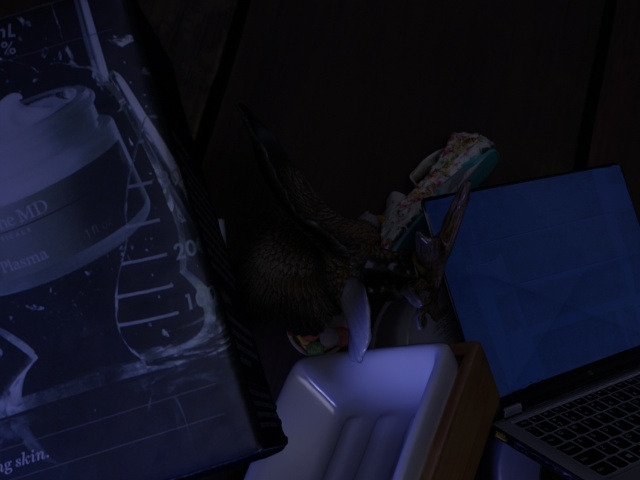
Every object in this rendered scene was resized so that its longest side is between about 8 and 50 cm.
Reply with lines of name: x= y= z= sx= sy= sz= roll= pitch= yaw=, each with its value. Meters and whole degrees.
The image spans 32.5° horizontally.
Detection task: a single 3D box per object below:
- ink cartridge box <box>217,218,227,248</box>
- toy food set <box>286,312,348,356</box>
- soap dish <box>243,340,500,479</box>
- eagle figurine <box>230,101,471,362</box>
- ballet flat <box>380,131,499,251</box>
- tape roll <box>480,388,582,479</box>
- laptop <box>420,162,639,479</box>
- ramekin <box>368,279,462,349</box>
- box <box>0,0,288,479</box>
ink cartridge box: x=-0.174 y=0.069 z=1.318 sx=0.127 sy=0.072 sz=0.175 roll=-4 pitch=78 yaw=-11
toy food set: x=-0.001 y=0.106 z=1.371 sx=0.083 sy=0.020 sz=0.082 roll=-37 pitch=86 yaw=-17
soap dish: x=0.053 y=0.233 z=1.212 sx=0.118 sy=0.291 sz=0.229 roll=38 pitch=59 yaw=-26
eagle figurine: x=0.004 y=-0.001 z=1.244 sx=0.298 sy=0.225 sz=0.226 roll=21 pitch=87 yaw=16
ballet flat: x=0.135 y=-0.052 z=1.415 sx=0.077 sy=0.091 sz=0.241 roll=33 pitch=66 yaw=30
tape roll: x=0.312 y=0.296 z=1.361 sx=0.219 sy=0.072 sz=0.219 roll=3 pitch=76 yaw=-11
laptop: x=0.375 y=0.098 z=1.268 sx=0.382 sy=0.408 sz=0.236 roll=-12 pitch=117 yaw=-38
ramekin: x=0.170 y=0.134 z=1.352 sx=0.207 sy=0.109 sz=0.207 roll=2 pitch=77 yaw=-10
box: x=-0.334 y=0.062 z=1.129 sx=0.480 sy=0.297 sz=0.472 roll=-18 pitch=79 yaw=-1
